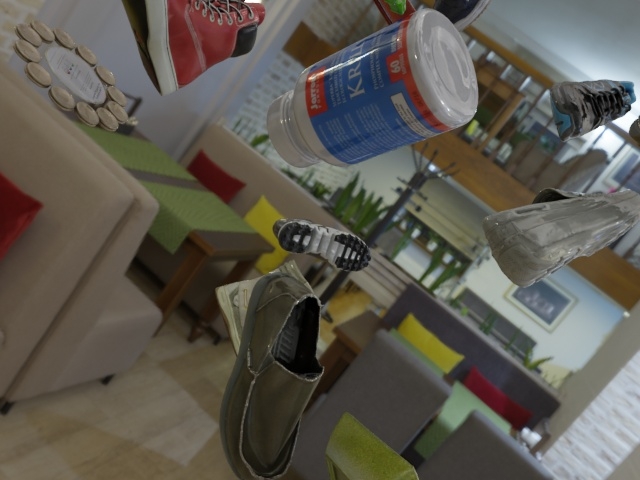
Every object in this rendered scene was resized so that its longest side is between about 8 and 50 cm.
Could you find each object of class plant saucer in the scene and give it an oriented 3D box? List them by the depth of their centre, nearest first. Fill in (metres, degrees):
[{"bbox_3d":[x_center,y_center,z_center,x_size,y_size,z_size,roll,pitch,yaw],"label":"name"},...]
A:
[{"bbox_3d":[0.058,0.302,0.670,0.188,0.045,0.189,-173,-110,-71],"label":"plant saucer"},{"bbox_3d":[0.151,-0.496,1.331,0.259,0.047,0.259,62,12,14],"label":"plant saucer"}]

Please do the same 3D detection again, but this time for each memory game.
[{"bbox_3d":[-0.341,-0.228,0.873,0.186,0.012,0.186,46,21,-23],"label":"memory game"}]

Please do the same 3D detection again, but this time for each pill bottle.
[{"bbox_3d":[0.048,-0.152,0.695,0.124,0.221,0.124,20,62,-45],"label":"pill bottle"}]

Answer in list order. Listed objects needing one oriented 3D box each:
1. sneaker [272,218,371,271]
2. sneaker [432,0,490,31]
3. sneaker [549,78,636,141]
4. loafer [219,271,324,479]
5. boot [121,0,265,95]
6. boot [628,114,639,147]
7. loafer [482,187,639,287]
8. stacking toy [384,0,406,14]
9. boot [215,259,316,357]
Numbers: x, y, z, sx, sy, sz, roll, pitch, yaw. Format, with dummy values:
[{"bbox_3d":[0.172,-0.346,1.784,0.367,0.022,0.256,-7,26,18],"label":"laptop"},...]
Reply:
[{"bbox_3d":[0.000,0.000,1.308,0.234,0.078,0.106,17,9,-31],"label":"sneaker"},{"bbox_3d":[0.206,-0.433,0.916,0.153,0.282,0.099,1,56,-30],"label":"sneaker"},{"bbox_3d":[0.604,-0.308,1.394,0.340,0.139,0.125,-33,111,-50],"label":"sneaker"},{"bbox_3d":[-0.052,0.163,0.732,0.094,0.251,0.087,8,-3,-37],"label":"loafer"},{"bbox_3d":[-0.152,-0.301,0.792,0.088,0.176,0.244,57,-14,15],"label":"boot"},{"bbox_3d":[0.579,-0.122,0.819,0.269,0.236,0.089,39,41,-13],"label":"boot"},{"bbox_3d":[0.358,-0.031,0.904,0.319,0.112,0.112,-16,65,-38],"label":"loafer"},{"bbox_3d":[0.013,-0.355,0.649,0.167,0.052,0.221,43,-22,43],"label":"stacking toy"},{"bbox_3d":[-0.074,0.145,1.080,0.077,0.165,0.213,82,-15,-62],"label":"boot"}]
